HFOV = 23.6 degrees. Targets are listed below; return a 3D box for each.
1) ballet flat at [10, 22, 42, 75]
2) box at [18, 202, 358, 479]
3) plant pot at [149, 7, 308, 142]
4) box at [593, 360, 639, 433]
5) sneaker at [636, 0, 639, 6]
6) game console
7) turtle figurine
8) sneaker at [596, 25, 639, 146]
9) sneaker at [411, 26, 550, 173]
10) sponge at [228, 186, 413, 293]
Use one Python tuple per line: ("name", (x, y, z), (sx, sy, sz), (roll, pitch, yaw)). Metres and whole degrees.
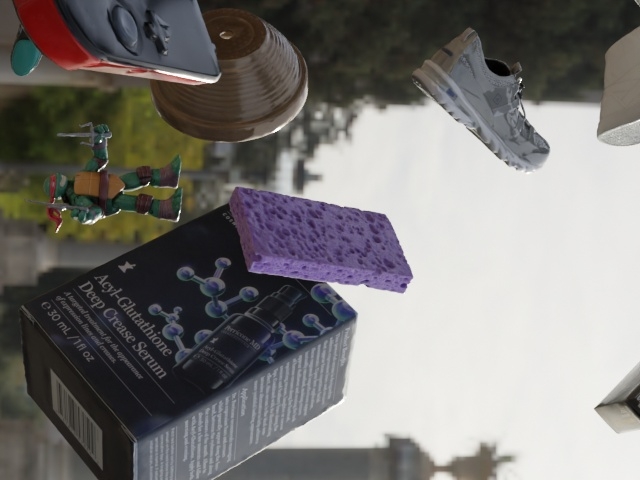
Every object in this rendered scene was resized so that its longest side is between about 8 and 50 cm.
("ballet flat", (-0.374, -0.268, 1.984), (0.041, 0.041, 0.114), (-104, -151, -53))
("box", (-0.190, 0.167, 2.234), (0.293, 0.395, 0.212), (43, -34, 30))
("plant pot", (-0.137, -0.264, 2.257), (0.109, 0.237, 0.237), (89, -5, -49))
("box", (0.503, 0.174, 2.173), (0.056, 0.231, 0.183), (45, -10, 5))
("sneaker", (0.529, -0.445, 2.554), (0.090, 0.232, 0.115), (-44, 172, 30))
("game console", (-0.234, -0.345, 1.539), (0.342, 0.060, 0.386), (-6, 76, -66))
("turtle figurine", (-0.329, -0.086, 2.309), (0.118, 0.234, 0.175), (119, -28, -61))
("sneaker", (0.512, -0.251, 2.173), (0.292, 0.108, 0.169), (-17, -120, 46))
("sneaker", (0.248, -0.185, 2.088), (0.115, 0.281, 0.105), (-48, -133, 8))
("sponge", (0.000, 0.000, 1.777), (0.031, 0.210, 0.117), (-60, -145, 34))
